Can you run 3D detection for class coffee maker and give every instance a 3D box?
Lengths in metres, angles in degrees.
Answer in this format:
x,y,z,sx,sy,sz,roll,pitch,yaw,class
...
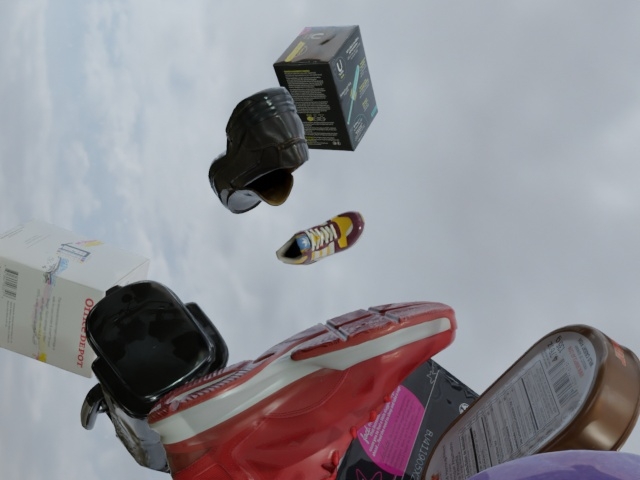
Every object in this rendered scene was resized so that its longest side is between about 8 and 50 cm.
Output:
x,y,z,sx,sy,sz,roll,pitch,yaw,class
-0.136,0.141,0.635,0.171,0.120,0.178,27,-32,7,coffee maker

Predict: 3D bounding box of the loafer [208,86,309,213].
x,y,z,sx,sy,sz,roll,pitch,yaw,class
-0.051,-0.053,0.549,0.061,0.062,0.170,61,-20,12,loafer

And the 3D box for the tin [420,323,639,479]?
x,y,z,sx,sy,sz,roll,pitch,yaw,class
0.135,0.135,0.462,0.190,0.040,0.106,-52,-174,22,tin

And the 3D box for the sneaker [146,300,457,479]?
x,y,z,sx,sy,sz,roll,pitch,yaw,class
0.006,0.130,0.469,0.087,0.221,0.128,-169,-120,-82,sneaker

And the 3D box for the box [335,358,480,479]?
x,y,z,sx,sy,sz,roll,pitch,yaw,class
0.054,0.238,0.584,0.163,0.247,0.142,38,-47,-5,box

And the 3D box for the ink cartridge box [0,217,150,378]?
x,y,z,sx,sy,sz,roll,pitch,yaw,class
-0.443,0.094,1.160,0.168,0.232,0.171,-58,165,-67,ink cartridge box

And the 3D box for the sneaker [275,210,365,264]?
x,y,z,sx,sy,sz,roll,pitch,yaw,class
0.000,0.000,1.293,0.185,0.084,0.070,-32,-107,29,sneaker

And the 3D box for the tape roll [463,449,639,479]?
x,y,z,sx,sy,sz,roll,pitch,yaw,class
0.103,0.180,0.257,0.189,0.189,0.080,13,-42,57,tape roll

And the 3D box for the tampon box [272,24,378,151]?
x,y,z,sx,sy,sz,roll,pitch,yaw,class
0.013,-0.242,1.080,0.101,0.120,0.161,6,-45,28,tampon box
